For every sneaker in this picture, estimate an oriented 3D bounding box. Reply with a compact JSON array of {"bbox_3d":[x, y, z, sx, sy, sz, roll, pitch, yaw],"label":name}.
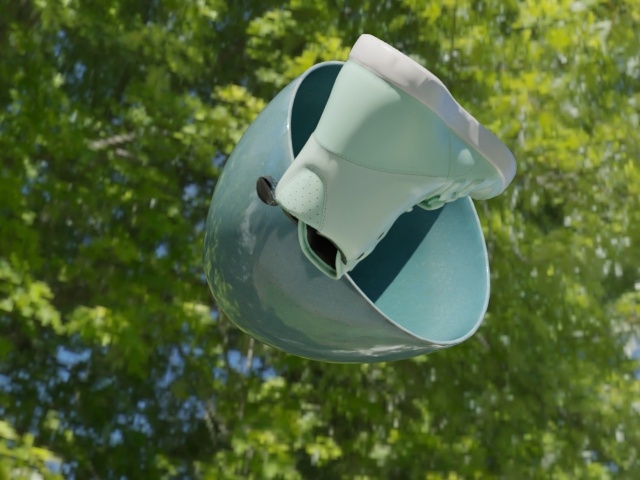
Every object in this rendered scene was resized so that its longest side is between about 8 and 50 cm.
[{"bbox_3d":[0.048,-0.041,0.911,0.151,0.094,0.256,-56,-28,4],"label":"sneaker"}]

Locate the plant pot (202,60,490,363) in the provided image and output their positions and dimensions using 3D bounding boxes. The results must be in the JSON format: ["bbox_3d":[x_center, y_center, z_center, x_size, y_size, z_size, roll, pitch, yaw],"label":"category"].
[{"bbox_3d":[0.000,0.000,1.222,0.195,0.290,0.290,-29,-56,33],"label":"plant pot"}]
